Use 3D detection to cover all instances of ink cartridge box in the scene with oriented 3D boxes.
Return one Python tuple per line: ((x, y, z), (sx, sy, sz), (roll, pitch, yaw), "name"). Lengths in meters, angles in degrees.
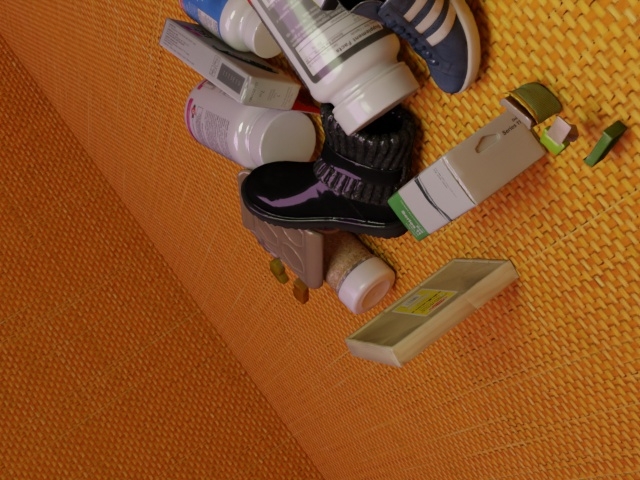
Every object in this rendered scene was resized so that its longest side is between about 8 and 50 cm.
((-0.132, -0.323, 1.703), (0.275, 0.239, 0.060), (39, 116, 36), "ink cartridge box")
((0.211, -0.094, 1.332), (0.087, 0.153, 0.208), (54, 159, 2), "ink cartridge box")

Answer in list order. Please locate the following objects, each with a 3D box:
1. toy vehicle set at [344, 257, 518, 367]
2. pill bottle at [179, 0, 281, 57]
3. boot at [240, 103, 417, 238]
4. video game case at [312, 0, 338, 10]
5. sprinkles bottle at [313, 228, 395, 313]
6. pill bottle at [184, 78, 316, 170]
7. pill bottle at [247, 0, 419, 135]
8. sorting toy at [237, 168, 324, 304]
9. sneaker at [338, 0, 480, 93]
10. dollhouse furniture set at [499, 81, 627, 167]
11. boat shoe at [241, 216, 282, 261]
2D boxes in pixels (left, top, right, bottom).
((0.184, 0.115, 1.529), (0.035, 0.267, 0.166), (61, 159, -13), "toy vehicle set")
((-0.152, -0.421, 1.656), (0.221, 0.124, 0.124), (39, 153, 33), "pill bottle")
((0.006, -0.143, 1.602), (0.348, 0.131, 0.260), (7, 143, 15), "boot")
((-0.011, -0.495, 1.220), (0.248, 0.035, 0.275), (47, 129, 21), "video game case")
((0.000, 0.000, 1.939), (0.355, 0.121, 0.121), (44, 156, 26), "sprinkles bottle")
((-0.145, -0.233, 1.857), (0.283, 0.160, 0.160), (31, 147, 47), "pill bottle")
((0.020, -0.316, 1.398), (0.283, 0.161, 0.161), (56, 158, -1), "pill bottle")
((-0.075, 0.001, 1.890), (0.229, 0.041, 0.307), (41, 156, 23), "sorting toy")
((0.103, -0.311, 1.193), (0.131, 0.148, 0.350), (45, 168, 45), "sneaker")
((0.307, -0.163, 1.154), (0.152, 0.076, 0.059), (46, 144, 19), "dollhouse furniture set")
((-0.089, -0.005, 2.147), (0.302, 0.109, 0.098), (30, 153, 58), "boat shoe")
